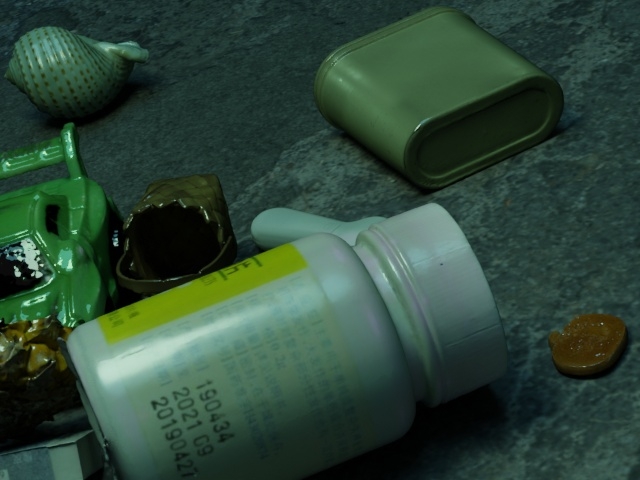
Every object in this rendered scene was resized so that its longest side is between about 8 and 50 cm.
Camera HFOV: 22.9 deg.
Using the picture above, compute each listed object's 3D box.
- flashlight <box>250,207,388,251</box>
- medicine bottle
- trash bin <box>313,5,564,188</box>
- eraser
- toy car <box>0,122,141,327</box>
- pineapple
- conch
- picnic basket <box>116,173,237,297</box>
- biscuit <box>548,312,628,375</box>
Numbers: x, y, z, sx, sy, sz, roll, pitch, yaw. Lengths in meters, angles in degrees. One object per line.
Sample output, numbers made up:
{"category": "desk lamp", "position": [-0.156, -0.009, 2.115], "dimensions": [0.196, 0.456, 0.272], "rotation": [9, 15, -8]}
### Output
{"category": "flashlight", "position": [0.000, 0.000, 1.827], "dimensions": [0.200, 0.047, 0.093], "rotation": [10, 38, 41]}
{"category": "medicine bottle", "position": [-0.033, 0.117, 1.480], "dimensions": [0.379, 0.213, 0.213], "rotation": [-21, 30, -10]}
{"category": "trash bin", "position": [0.148, -0.182, 1.993], "dimensions": [0.243, 0.121, 0.247], "rotation": [-25, 35, -15]}
{"category": "eraser", "position": [-0.328, 0.232, 1.557], "dimensions": [0.212, 0.046, 0.092], "rotation": [-12, 0, 7]}
{"category": "toy car", "position": [-0.331, 0.032, 1.800], "dimensions": [0.213, 0.176, 0.358], "rotation": [-13, 31, 6]}
{"category": "pineapple", "position": [-0.318, 0.149, 1.559], "dimensions": [0.225, 0.225, 0.076], "rotation": [-20, 69, -8]}
{"category": "conch", "position": [-0.360, -0.241, 2.319], "dimensions": [0.200, 0.131, 0.172], "rotation": [11, 1, -7]}
{"category": "picnic basket", "position": [-0.161, 0.017, 1.779], "dimensions": [0.128, 0.138, 0.178], "rotation": [-9, 25, 10]}
{"category": "biscuit", "position": [0.261, 0.103, 1.559], "dimensions": [0.078, 0.015, 0.091], "rotation": [4, 35, 34]}
